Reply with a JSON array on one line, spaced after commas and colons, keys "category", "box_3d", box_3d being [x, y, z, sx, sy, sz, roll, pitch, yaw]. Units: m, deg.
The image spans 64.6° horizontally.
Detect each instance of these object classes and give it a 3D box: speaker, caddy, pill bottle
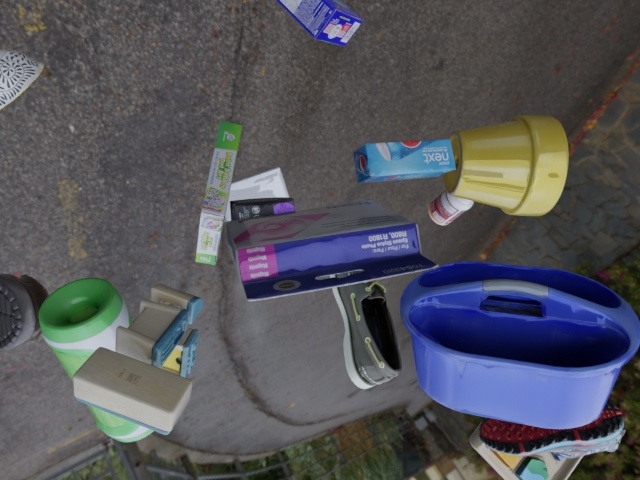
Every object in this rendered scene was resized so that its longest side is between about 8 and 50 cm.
[{"category": "speaker", "box_3d": [-0.346, 0.205, 0.834, 0.131, 0.131, 0.297, -26, 133, -23]}, {"category": "caddy", "box_3d": [0.296, 0.137, 0.789, 0.241, 0.341, 0.179, -58, 147, -54]}, {"category": "pill bottle", "box_3d": [0.388, -0.112, 1.473, 0.086, 0.086, 0.152, -22, 167, -31]}]

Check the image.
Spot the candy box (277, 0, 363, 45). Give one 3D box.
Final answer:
[{"category": "candy box", "box_3d": [-0.043, -0.798, 1.662, 0.122, 0.317, 0.268, -46, 174, 27]}]

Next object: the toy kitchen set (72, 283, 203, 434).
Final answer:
[{"category": "toy kitchen set", "box_3d": [-0.211, 0.183, 0.682, 0.207, 0.122, 0.166, -63, 171, -56]}]

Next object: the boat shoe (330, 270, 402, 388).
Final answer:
[{"category": "boat shoe", "box_3d": [0.092, 0.130, 1.003, 0.109, 0.305, 0.091, 17, 145, -43]}]

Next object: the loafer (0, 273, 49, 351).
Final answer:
[{"category": "loafer", "box_3d": [-0.549, 0.119, 0.935, 0.130, 0.134, 0.365, -8, -179, -41]}]

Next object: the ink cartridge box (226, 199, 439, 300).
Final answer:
[{"category": "ink cartridge box", "box_3d": [0.000, 0.000, 0.936, 0.324, 0.072, 0.330, -9, -165, -13]}]

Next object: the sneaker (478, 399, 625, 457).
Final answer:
[{"category": "sneaker", "box_3d": [0.444, 0.384, 0.977, 0.261, 0.104, 0.125, -14, 127, 26]}]

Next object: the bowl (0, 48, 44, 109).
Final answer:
[{"category": "bowl", "box_3d": [-0.660, -0.337, 1.031, 0.170, 0.170, 0.080, -35, 132, 2]}]

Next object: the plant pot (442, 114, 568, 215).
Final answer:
[{"category": "plant pot", "box_3d": [0.448, -0.191, 1.281, 0.238, 0.254, 0.254, 1, 154, -4]}]

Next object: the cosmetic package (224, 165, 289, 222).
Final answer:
[{"category": "cosmetic package", "box_3d": [-0.249, -0.160, 1.753, 0.224, 0.138, 0.224, -21, -166, -14]}]

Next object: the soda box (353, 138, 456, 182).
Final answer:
[{"category": "soda box", "box_3d": [0.181, -0.171, 1.090, 0.210, 0.071, 0.067, -7, 176, -21]}]

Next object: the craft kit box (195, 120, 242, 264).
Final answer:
[{"category": "craft kit box", "box_3d": [-0.240, -0.105, 1.188, 0.060, 0.250, 0.247, 12, 150, -14]}]

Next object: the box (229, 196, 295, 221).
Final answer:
[{"category": "box", "box_3d": [-0.147, -0.023, 1.265, 0.143, 0.165, 0.270, -6, -174, -11]}]

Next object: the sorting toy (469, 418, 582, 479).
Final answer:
[{"category": "sorting toy", "box_3d": [0.445, 0.425, 1.065, 0.193, 0.208, 0.038, -45, 179, -14]}]
